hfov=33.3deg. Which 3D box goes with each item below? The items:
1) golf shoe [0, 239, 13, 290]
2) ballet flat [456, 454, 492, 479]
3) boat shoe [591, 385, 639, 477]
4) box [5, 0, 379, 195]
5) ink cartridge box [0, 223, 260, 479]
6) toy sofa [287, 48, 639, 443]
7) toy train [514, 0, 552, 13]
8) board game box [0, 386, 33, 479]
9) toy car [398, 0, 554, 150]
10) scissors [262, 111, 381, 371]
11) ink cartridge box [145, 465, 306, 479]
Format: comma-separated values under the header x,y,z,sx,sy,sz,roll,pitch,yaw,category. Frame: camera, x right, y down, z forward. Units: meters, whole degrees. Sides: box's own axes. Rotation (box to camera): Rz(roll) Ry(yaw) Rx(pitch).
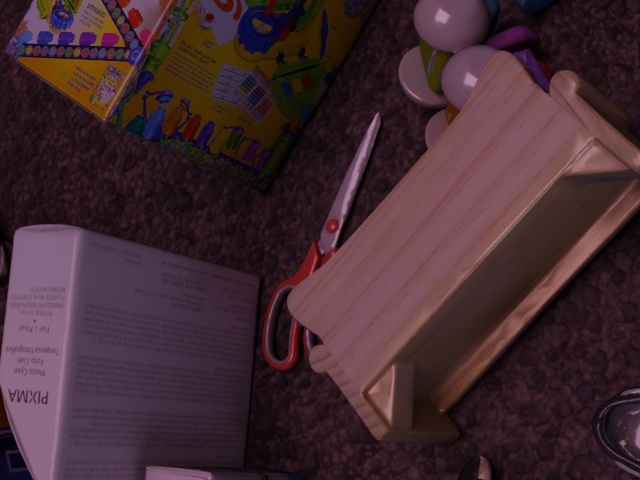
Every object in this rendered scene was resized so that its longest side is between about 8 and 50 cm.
x,y,z,sx,sy,sz,roll,pitch,yaw,category
-0.466,-0.008,1.413,0.186,0.086,0.067,41,101,31,golf shoe
0.145,0.294,1.029,0.049,0.057,0.173,10,83,-9,ballet flat
0.378,0.183,0.889,0.303,0.091,0.114,0,78,29,boat shoe
-0.122,-0.238,1.153,0.177,0.290,0.279,34,96,32,box
-0.191,0.199,1.080,0.091,0.308,0.385,1,80,29,ink cartridge box
0.151,0.011,1.005,0.362,0.150,0.177,-50,57,17,toy sofa
0.258,-0.357,1.086,0.248,0.105,0.143,-39,75,14,toy train
-0.366,0.361,1.111,0.357,0.356,0.356,-23,68,23,board game box
0.164,-0.169,1.077,0.136,0.159,0.182,-15,67,-11,toy car
0.000,0.000,1.185,0.109,0.021,0.297,4,82,32,scissors
-0.097,0.299,1.071,0.082,0.191,0.139,1,79,30,ink cartridge box
